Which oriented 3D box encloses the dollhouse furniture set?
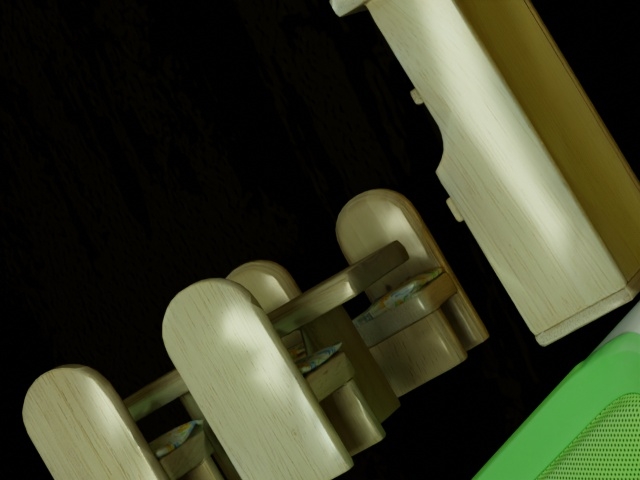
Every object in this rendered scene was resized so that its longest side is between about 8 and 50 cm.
[{"bbox_3d":[0.000,0.000,0.811,0.242,0.212,0.161,-31,90,24],"label":"dollhouse furniture set"}]

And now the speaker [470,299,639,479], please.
[{"bbox_3d":[0.136,0.114,0.790,0.131,0.131,0.296,49,138,14],"label":"speaker"}]
